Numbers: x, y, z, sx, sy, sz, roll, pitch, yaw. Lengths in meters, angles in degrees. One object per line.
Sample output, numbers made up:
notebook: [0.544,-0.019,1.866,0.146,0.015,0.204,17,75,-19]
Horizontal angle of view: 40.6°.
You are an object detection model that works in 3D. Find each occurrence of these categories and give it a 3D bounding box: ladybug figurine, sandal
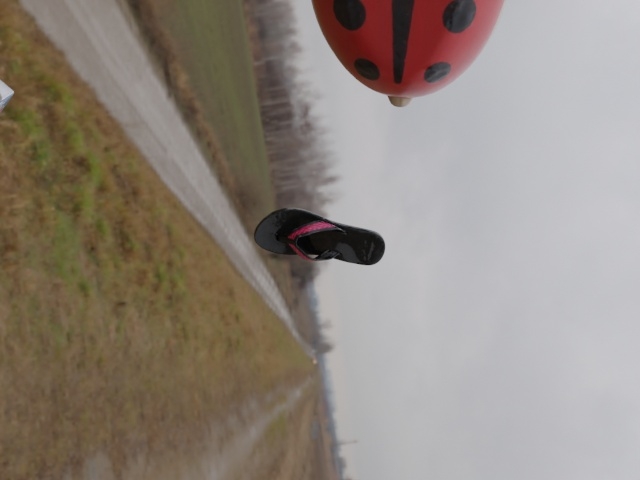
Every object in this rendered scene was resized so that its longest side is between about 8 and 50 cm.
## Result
ladybug figurine: [0.124,-0.386,1.223,0.162,0.305,0.449,-77,166,-54]
sandal: [0.000,0.000,1.162,0.040,0.179,0.067,-88,-171,-66]

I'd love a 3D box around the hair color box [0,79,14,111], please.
hair color box: [-0.502,-0.208,0.860,0.347,0.105,0.174,42,25,-12]
